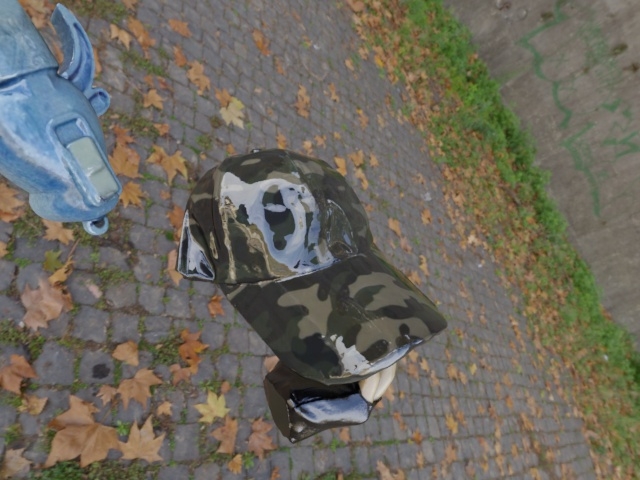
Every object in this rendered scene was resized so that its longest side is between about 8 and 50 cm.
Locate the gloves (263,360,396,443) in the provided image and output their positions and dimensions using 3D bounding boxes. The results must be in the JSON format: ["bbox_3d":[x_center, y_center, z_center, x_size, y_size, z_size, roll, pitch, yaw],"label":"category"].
[{"bbox_3d":[0.043,0.222,0.751,0.301,0.197,0.152,-34,110,-20],"label":"gloves"}]

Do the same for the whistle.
[{"bbox_3d":[-0.260,-0.121,0.372,0.180,0.093,0.269,-50,127,-48],"label":"whistle"}]

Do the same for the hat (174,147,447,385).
[{"bbox_3d":[0.000,0.000,0.633,0.366,0.382,0.257,-22,116,-31],"label":"hat"}]
